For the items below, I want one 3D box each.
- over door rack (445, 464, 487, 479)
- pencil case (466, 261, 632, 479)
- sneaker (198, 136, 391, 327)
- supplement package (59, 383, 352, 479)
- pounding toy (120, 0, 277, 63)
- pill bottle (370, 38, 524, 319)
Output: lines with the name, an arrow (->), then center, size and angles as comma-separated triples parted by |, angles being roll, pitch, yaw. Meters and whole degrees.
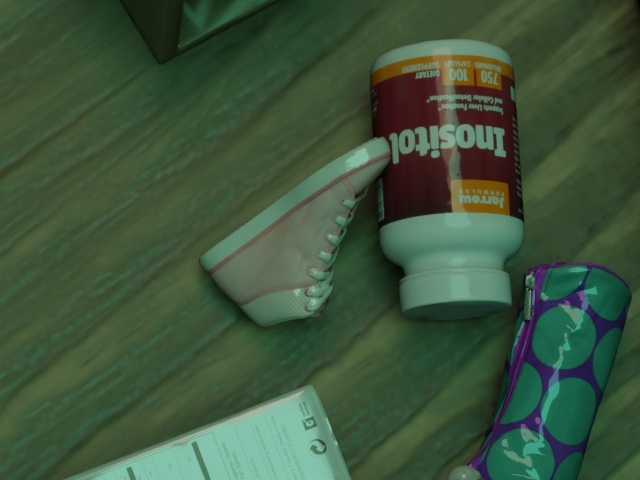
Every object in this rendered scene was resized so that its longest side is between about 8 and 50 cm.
over door rack -> -0.037, 0.256, 0.946 | 0.239, 0.108, 0.324 | -7, 123, -13
pencil case -> 0.127, 0.088, 1.087 | 0.070, 0.064, 0.151 | 25, 74, -24
sneaker -> 0.000, 0.000, 1.083 | 0.134, 0.051, 0.070 | -36, 89, 19
supplement package -> -0.073, 0.162, 1.028 | 0.179, 0.105, 0.105 | -20, 83, -10
pounding toy -> -0.024, -0.213, 1.076 | 0.206, 0.181, 0.094 | -30, 82, -12
pill bottle -> 0.075, -0.034, 1.097 | 0.086, 0.086, 0.152 | -2, 78, -7
